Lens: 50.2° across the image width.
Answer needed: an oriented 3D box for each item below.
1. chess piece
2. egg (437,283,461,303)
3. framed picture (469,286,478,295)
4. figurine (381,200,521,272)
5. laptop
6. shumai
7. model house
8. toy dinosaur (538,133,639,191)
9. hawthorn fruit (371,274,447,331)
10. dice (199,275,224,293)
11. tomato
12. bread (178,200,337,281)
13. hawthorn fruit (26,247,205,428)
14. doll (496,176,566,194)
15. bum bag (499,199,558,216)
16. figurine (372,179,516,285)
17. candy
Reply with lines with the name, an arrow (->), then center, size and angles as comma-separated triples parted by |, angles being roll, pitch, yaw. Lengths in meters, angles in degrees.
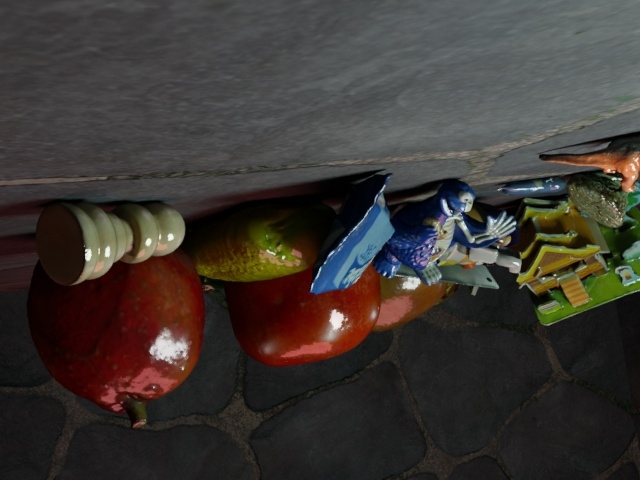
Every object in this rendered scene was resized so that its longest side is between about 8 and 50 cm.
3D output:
chess piece -> -0.231, -0.004, 0.800 | 0.094, 0.094, 0.170 | -10, 179, 38
egg -> 0.284, 0.057, 1.855 | 0.289, 0.238, 0.238 | -26, 177, -2
framed picture -> 0.434, 0.031, 1.852 | 0.016, 0.184, 0.250 | 17, -165, 5
figurine -> 0.272, -0.010, 1.370 | 0.308, 0.143, 0.308 | 14, -147, -9
laptop -> 0.231, 0.028, 1.438 | 0.269, 0.015, 0.188 | 9, -147, -22
shumai -> 0.506, -0.090, 1.210 | 0.124, 0.087, 0.099 | 43, 173, -26
model house -> 0.618, 0.009, 1.629 | 0.357, 0.242, 0.313 | -24, 148, 23
toy dinosaur -> 0.415, -0.105, 0.833 | 0.279, 0.055, 0.101 | -6, 155, 15
hawthorn fruit -> 0.171, 0.074, 1.621 | 0.301, 0.268, 0.268 | -21, 173, 18
dice -> -0.269, 0.065, 1.624 | 0.131, 0.120, 0.128 | -12, 174, 40
tomato -> -0.040, 0.105, 1.405 | 0.325, 0.293, 0.290 | -4, 177, 20
bread -> -0.118, 0.013, 1.136 | 0.166, 0.112, 0.383 | -6, 177, -31
hawthorn fruit -> -0.299, 0.133, 1.048 | 0.265, 0.307, 0.265 | -20, 157, -9
doll -> 0.372, -0.096, 1.203 | 0.125, 0.027, 0.037 | -4, 176, -7
bum bag -> 0.562, -0.065, 1.805 | 0.248, 0.069, 0.102 | -8, -149, -10
figurine -> 0.181, -0.025, 1.121 | 0.164, 0.121, 0.262 | 8, 150, -26
candy -> 0.052, -0.002, 0.993 | 0.077, 0.187, 0.331 | 32, -178, 9
